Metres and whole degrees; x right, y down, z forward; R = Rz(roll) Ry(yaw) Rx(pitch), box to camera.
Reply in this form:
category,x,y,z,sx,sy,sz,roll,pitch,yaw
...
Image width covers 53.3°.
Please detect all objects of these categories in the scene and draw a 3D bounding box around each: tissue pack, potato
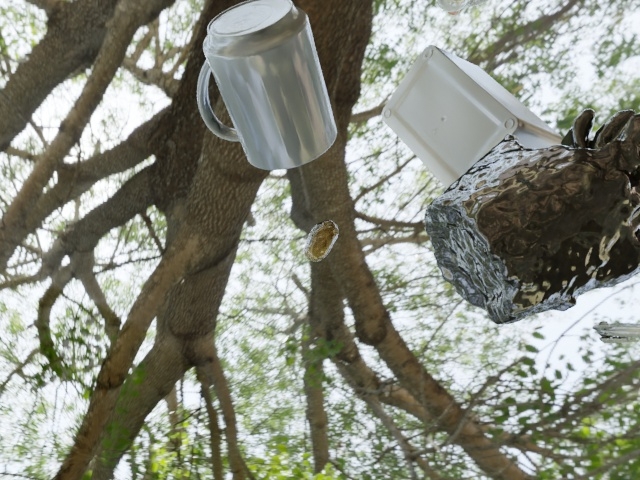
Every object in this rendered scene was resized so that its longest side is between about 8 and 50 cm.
category,x,y,z,sx,sy,sz,roll,pitch,yaw
tissue pack,0.241,-0.186,1.058,0.136,0.159,0.246,8,-143,-44
potato,0.000,0.000,1.056,0.040,0.051,0.083,43,-128,-20

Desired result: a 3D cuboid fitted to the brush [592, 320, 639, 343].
category,x,y,z,sx,sy,sz,roll,pitch,yaw
brush,0.301,0.047,0.298,0.090,0.314,0.017,8,-99,-43

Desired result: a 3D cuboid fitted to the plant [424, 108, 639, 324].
category,x,y,z,sx,sy,sz,roll,pitch,yaw
plant,0.274,-0.036,0.755,0.276,0.188,0.199,-28,-61,-9

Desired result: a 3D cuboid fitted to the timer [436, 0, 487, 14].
category,x,y,z,sx,sy,sz,roll,pitch,yaw
timer,0.329,-0.642,1.437,0.233,0.233,0.240,46,-140,0

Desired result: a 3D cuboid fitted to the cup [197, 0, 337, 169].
category,x,y,z,sx,sy,sz,roll,pitch,yaw
cup,-0.149,-0.358,1.468,0.322,0.327,0.237,-1,-137,21
